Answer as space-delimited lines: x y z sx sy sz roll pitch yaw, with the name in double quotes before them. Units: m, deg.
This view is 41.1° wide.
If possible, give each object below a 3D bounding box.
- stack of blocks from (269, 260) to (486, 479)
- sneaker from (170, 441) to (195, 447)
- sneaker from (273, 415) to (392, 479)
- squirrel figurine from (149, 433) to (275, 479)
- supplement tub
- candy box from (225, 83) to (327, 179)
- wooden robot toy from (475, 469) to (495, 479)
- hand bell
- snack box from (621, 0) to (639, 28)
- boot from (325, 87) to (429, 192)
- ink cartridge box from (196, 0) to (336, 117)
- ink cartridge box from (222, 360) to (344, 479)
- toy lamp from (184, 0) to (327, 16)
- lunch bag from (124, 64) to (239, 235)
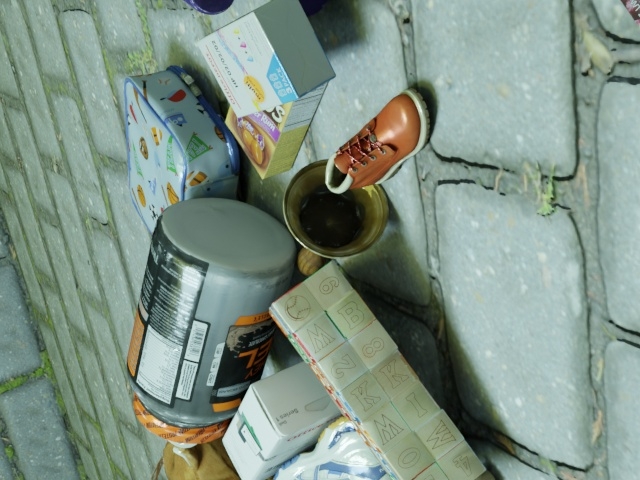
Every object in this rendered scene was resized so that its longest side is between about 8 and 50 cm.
"stack of blocks" 0.059 0.176 1.043 0.297 0.087 0.171 54 171 4
"sneaker" -0.176 0.206 1.497 0.108 0.169 0.292 31 108 0
"sneaker" 0.021 0.360 1.223 0.296 0.112 0.130 -58 44 47
"squirrel figurine" -0.138 0.502 1.549 0.397 0.281 0.370 -7 93 45
"supplement tub" -0.170 0.124 1.265 0.207 0.207 0.337 43 128 37
"candy box" -0.062 -0.180 1.109 0.109 0.053 0.186 56 147 20
"wooden robot toy" 0.191 0.309 1.011 0.173 0.076 0.078 -10 90 60
"hand bell" 0.000 0.000 1.108 0.126 0.126 0.242 61 163 12
"snack box" 0.299 -0.162 0.509 0.174 0.070 0.207 61 148 13
"boot" 0.060 -0.102 0.930 0.059 0.085 0.158 60 148 17
"ink cartridge box" -0.074 -0.205 0.979 0.181 0.062 0.104 -3 119 58
"ink cartridge box" -0.039 0.262 1.261 0.092 0.160 0.219 57 148 21
"toy lamp" -0.098 -0.316 1.050 0.275 0.080 0.080 20 126 52
"lunch bag" -0.229 -0.123 1.363 0.243 0.115 0.303 52 148 29
